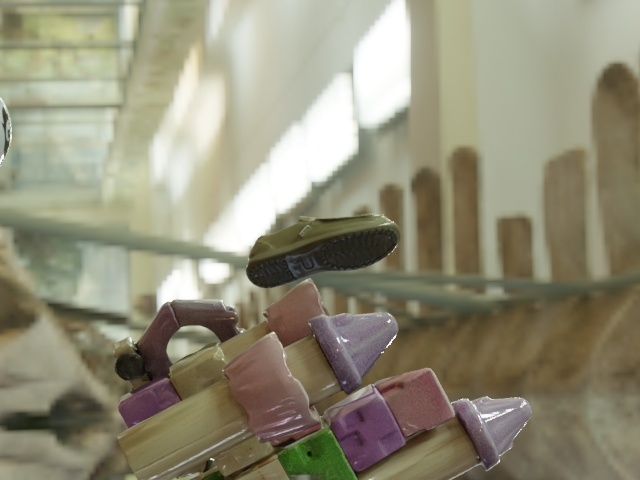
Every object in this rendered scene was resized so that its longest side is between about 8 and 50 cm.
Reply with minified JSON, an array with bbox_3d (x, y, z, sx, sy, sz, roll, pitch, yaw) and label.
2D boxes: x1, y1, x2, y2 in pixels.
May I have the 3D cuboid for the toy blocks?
[{"bbox_3d":[0.026,0.156,1.222,0.288,0.260,0.309,62,-3,-10],"label":"toy blocks"}]

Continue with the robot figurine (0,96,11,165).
[{"bbox_3d":[-0.424,-0.165,1.733,0.278,0.173,0.209,59,12,12],"label":"robot figurine"}]

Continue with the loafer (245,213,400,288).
[{"bbox_3d":[0.000,0.000,1.592,0.056,0.148,0.050,78,-1,-48],"label":"loafer"}]
